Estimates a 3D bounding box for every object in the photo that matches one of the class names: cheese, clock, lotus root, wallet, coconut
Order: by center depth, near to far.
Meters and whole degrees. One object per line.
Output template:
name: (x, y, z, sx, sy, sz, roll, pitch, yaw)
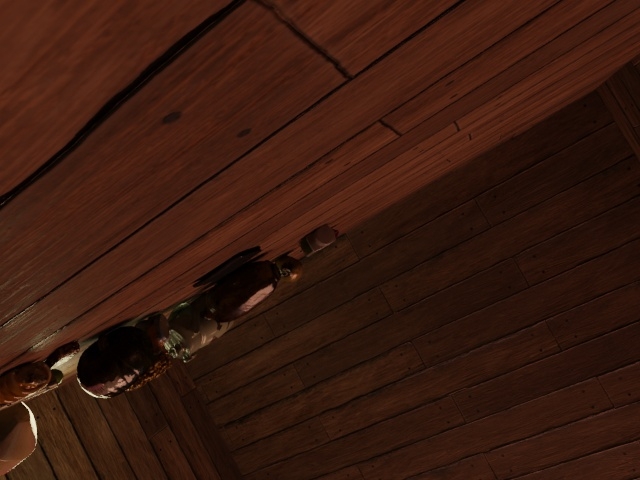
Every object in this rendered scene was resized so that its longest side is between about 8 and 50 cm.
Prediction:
wallet: (-0.894, 0.447, 1.388, 0.155, 0.039, 0.110, -19, -152, -37)
coconut: (-1.034, 0.612, 1.445, 0.259, 0.259, 0.259, -29, 177, -2)
wallet: (-0.311, 0.092, 1.522, 0.244, 0.025, 0.124, -30, 176, 29)
clock: (-0.663, 0.370, 1.769, 0.144, 0.103, 0.231, -30, -155, -2)
lotus root: (-0.330, 0.216, 1.897, 0.397, 0.179, 0.196, -31, 174, 13)
cheese: (0.000, 0.000, 2.420, 0.244, 0.062, 0.155, -27, 176, -6)
lotus root: (-0.176, 0.155, 2.480, 0.160, 0.146, 0.284, 8, 178, 0)

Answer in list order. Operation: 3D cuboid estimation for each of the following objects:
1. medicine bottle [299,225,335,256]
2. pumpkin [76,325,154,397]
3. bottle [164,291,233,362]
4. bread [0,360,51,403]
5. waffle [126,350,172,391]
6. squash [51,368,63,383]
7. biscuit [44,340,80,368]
medicine bottle: (-0.006, -0.002, 2.095, 0.132, 0.088, 0.188, -28, 176, -23)
pumpkin: (-0.700, 0.393, 1.554, 0.260, 0.189, 0.260, -17, -149, 11)
bottle: (-0.560, 0.376, 2.013, 0.229, 0.229, 0.351, -31, -178, 29)
bread: (-0.845, 0.402, 1.284, 0.177, 0.084, 0.119, -25, 177, 18)
waffle: (-0.643, 0.480, 1.691, 0.197, 0.070, 0.193, -27, -174, -19)
squash: (-1.026, 0.515, 1.646, 0.066, 0.066, 0.201, -31, 169, 32)
biscuit: (-0.784, 0.351, 1.389, 0.064, 0.034, 0.199, -23, 173, -46)
